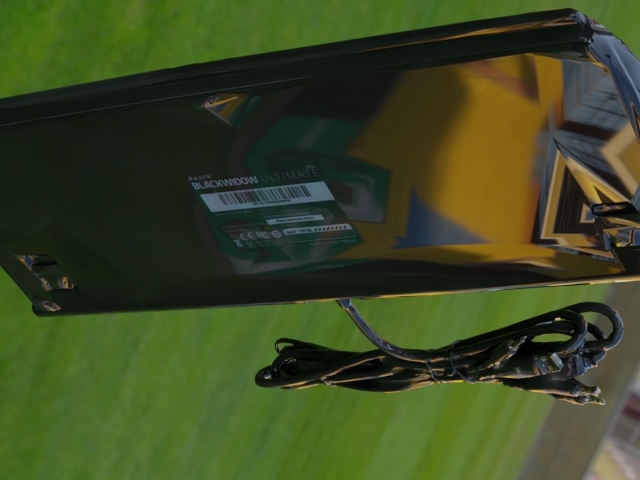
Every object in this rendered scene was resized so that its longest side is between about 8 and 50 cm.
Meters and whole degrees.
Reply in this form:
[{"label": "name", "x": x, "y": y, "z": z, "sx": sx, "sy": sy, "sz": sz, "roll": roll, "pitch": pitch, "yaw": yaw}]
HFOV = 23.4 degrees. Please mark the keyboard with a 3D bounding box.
[{"label": "keyboard", "x": 0.000, "y": 0.000, "z": 0.612, "sx": 0.201, "sy": 0.317, "sz": 0.033, "roll": 58, "pitch": 41, "yaw": -38}]
